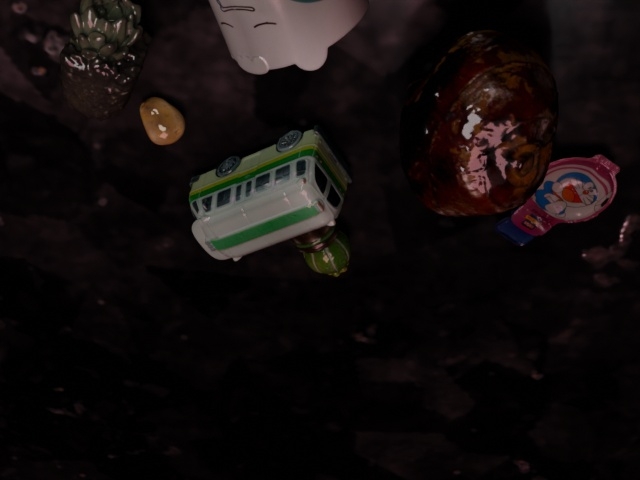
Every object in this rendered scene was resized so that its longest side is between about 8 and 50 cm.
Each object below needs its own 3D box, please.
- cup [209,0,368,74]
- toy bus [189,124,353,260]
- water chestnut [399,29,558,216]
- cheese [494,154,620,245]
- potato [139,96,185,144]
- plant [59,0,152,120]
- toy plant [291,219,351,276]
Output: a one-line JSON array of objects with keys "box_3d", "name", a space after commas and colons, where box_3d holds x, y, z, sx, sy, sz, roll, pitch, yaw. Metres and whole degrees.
[{"box_3d": [-0.090, -0.401, 1.462, 0.289, 0.219, 0.258, 17, 143, 38], "name": "cup"}, {"box_3d": [-0.096, -0.070, 1.788, 0.276, 0.165, 0.134, -21, 126, 24], "name": "toy bus"}, {"box_3d": [0.239, -0.176, 1.585, 0.244, 0.289, 0.289, 9, 134, 10], "name": "water chestnut"}, {"box_3d": [0.409, -0.067, 1.792, 0.155, 0.062, 0.244, 32, 130, -23], "name": "cheese"}, {"box_3d": [-0.271, -0.204, 1.759, 0.083, 0.068, 0.062, 56, 158, -19], "name": "potato"}, {"box_3d": [-0.342, -0.291, 1.638, 0.129, 0.132, 0.194, 15, 138, -10], "name": "plant"}, {"box_3d": [0.000, 0.000, 1.891, 0.092, 0.093, 0.162, -15, 129, 21], "name": "toy plant"}]
